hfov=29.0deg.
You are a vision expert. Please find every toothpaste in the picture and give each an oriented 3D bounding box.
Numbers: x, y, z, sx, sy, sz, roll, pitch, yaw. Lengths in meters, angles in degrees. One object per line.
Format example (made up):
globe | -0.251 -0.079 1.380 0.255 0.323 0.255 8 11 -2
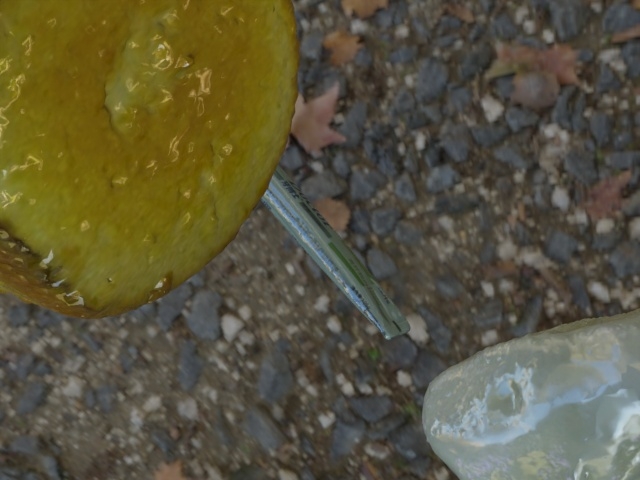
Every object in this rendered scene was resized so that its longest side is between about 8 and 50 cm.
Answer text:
toothpaste | 0.000 0.000 0.970 0.197 0.048 0.029 49 113 15

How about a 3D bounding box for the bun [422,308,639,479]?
bun | 0.176 0.109 0.754 0.231 0.231 0.133 -16 86 7

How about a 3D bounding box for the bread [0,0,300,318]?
bread | -0.126 -0.084 0.634 0.146 0.268 0.268 27 73 36
